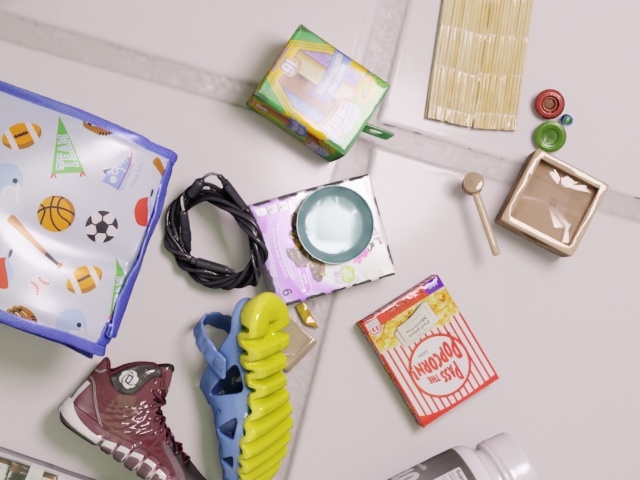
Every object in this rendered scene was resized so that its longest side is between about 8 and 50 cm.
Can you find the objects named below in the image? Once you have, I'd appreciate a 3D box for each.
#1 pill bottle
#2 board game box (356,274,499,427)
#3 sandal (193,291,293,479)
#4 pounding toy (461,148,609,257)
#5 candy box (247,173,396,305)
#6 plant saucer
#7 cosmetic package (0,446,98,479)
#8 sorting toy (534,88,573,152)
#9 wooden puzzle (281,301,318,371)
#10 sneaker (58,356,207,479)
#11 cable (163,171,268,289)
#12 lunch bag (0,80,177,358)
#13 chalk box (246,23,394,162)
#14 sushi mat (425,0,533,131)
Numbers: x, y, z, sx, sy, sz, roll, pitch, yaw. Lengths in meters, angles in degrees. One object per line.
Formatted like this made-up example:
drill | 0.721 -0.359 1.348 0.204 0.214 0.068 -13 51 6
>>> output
pill bottle | 0.186 0.412 1.878 0.283 0.161 0.161 -24 92 -10
board game box | 0.169 0.173 1.942 0.146 0.045 0.193 -32 93 -9
sandal | -0.122 0.228 1.867 0.138 0.126 0.317 6 97 30
pounding toy | 0.317 -0.052 1.959 0.206 0.094 0.181 28 88 2
candy box | 0.000 0.000 1.907 0.196 0.070 0.165 -16 90 -10
plant saucer | 0.021 -0.024 1.864 0.119 0.021 0.119 0 87 -9
cosmetic package | -0.399 0.386 1.828 0.239 0.060 0.099 20 85 -8
sorting toy | 0.376 -0.195 2.001 0.061 0.042 0.102 0 100 5
wooden puzzle | -0.051 0.157 1.922 0.116 0.014 0.078 -38 90 -9
sneaker | -0.236 0.273 1.841 0.281 0.106 0.162 35 80 -6
cable | -0.158 0.000 1.859 0.150 0.047 0.184 -38 83 19
lunch bag | -0.431 -0.040 1.755 0.385 0.239 0.328 19 83 -1
chalk box | 0.013 -0.206 1.887 0.213 0.132 0.132 35 82 -6
sushi mat | 0.263 -0.336 1.992 0.151 0.019 0.317 9 87 -11
